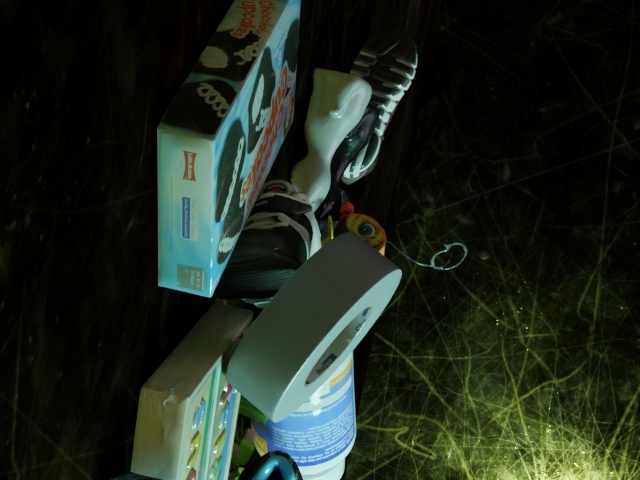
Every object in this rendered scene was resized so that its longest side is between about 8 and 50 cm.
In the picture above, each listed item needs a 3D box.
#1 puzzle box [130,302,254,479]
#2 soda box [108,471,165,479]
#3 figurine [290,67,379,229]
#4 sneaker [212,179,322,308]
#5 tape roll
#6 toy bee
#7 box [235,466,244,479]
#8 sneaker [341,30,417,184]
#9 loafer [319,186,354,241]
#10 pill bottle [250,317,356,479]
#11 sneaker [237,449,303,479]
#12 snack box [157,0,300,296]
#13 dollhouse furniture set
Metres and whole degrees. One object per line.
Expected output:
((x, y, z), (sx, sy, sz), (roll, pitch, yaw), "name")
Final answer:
((-0.156, 0.300, 1.426), (0.272, 0.052, 0.408), (-54, 155, -70), "puzzle box")
((-0.184, 0.333, 1.217), (0.071, 0.067, 0.210), (18, 84, -82), "soda box")
((0.013, -0.129, 1.907), (0.215, 0.092, 0.209), (53, 53, -78), "figurine")
((-0.065, -0.004, 1.491), (0.330, 0.123, 0.146), (44, 40, -79), "sneaker")
((-0.006, 0.095, 1.409), (0.219, 0.072, 0.219), (-48, 168, -13), "tape roll")
((0.039, 0.029, 1.922), (0.162, 0.298, 0.195), (57, -41, 33), "toy bee")
((-0.115, 0.416, 1.911), (0.109, 0.042, 0.178), (77, 25, -72), "box")
((0.085, -0.225, 2.261), (0.162, 0.106, 0.281), (94, 20, -71), "sneaker")
((0.000, 0.000, 2.056), (0.078, 0.080, 0.220), (76, 19, -49), "loafer")
((-0.026, 0.233, 1.807), (0.152, 0.152, 0.272), (-70, 163, -47), "pill bottle")
((-0.098, 0.432, 1.635), (0.139, 0.125, 0.340), (107, -7, -70), "sneaker")
((-0.087, -0.117, 1.284), (0.322, 0.060, 0.187), (-69, 168, -50), "snack box")
((-0.125, 0.274, 1.716), (0.151, 0.059, 0.076), (-61, -171, 27), "dollhouse furniture set")
